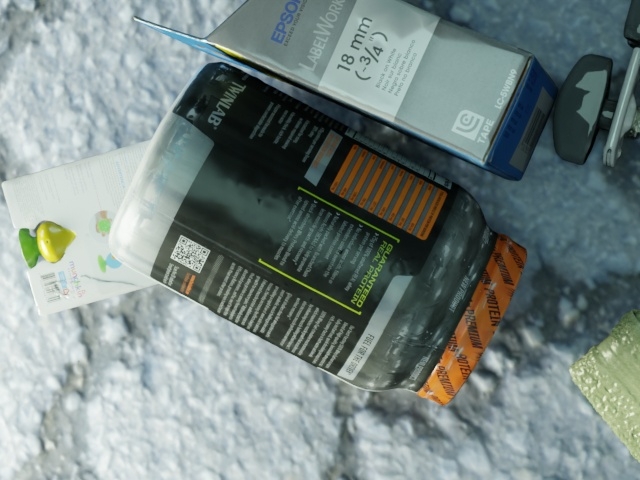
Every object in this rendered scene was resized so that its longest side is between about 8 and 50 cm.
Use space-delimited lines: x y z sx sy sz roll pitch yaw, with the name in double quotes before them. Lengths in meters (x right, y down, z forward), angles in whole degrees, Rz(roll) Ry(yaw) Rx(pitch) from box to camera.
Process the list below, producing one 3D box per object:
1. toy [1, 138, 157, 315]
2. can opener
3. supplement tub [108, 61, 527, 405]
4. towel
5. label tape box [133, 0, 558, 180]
"toy" -0.176 -0.024 1.664 0.237 0.056 0.136 -16 91 0
"can opener" 0.289 -0.201 1.562 0.093 0.074 0.280 20 92 13
"supplement tub" 0.000 0.000 1.534 0.338 0.207 0.207 29 94 0
"towel" 0.303 0.144 1.550 0.148 0.027 0.110 49 127 11
"label tape box" 0.033 -0.168 1.532 0.334 0.240 0.106 24 93 12
